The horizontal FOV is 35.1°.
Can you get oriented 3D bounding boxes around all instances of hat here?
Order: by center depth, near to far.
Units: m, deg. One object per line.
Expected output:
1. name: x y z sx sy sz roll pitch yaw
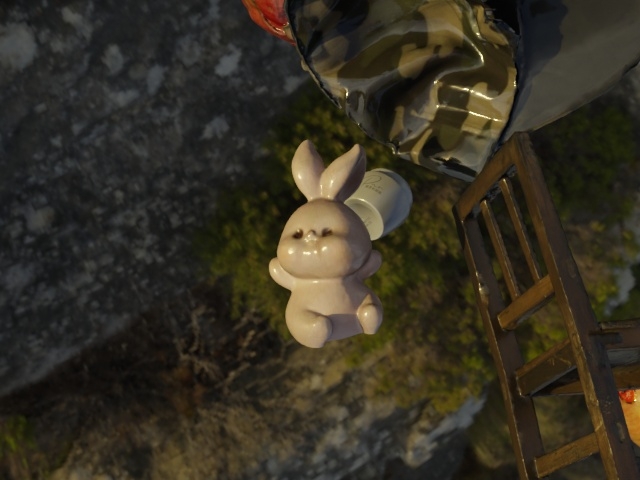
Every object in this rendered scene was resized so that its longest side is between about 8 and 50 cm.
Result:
1. hat: 0.184 -0.280 1.168 0.382 0.257 0.366 -37 129 -18

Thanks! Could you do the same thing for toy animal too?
1. toy animal: 0.000 0.000 1.078 0.124 0.124 0.212 -12 99 -27

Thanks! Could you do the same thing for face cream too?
1. face cream: 0.100 -0.065 1.815 0.104 0.117 0.117 -45 153 -41

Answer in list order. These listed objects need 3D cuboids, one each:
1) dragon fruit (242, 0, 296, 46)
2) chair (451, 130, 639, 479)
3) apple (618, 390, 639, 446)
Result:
1. dragon fruit: -0.006 -0.387 1.376 0.244 0.244 0.299 -40 147 5
2. chair: 0.317 0.110 1.048 0.240 0.416 0.203 -3 157 -17
3. apple: 0.606 0.273 1.743 0.209 0.209 0.164 -3 159 -34
